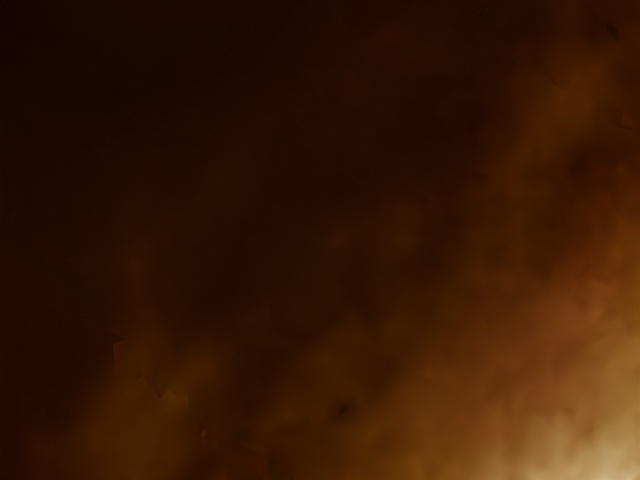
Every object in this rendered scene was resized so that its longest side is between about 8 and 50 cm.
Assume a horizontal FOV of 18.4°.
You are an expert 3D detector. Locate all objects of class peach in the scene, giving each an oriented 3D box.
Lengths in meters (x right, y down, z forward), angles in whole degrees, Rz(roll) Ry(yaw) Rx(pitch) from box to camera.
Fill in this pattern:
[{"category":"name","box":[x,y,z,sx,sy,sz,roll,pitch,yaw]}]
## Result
[{"category":"peach","box":[0.000,0.000,0.614,0.302,0.343,0.343,-61,162,15]}]
